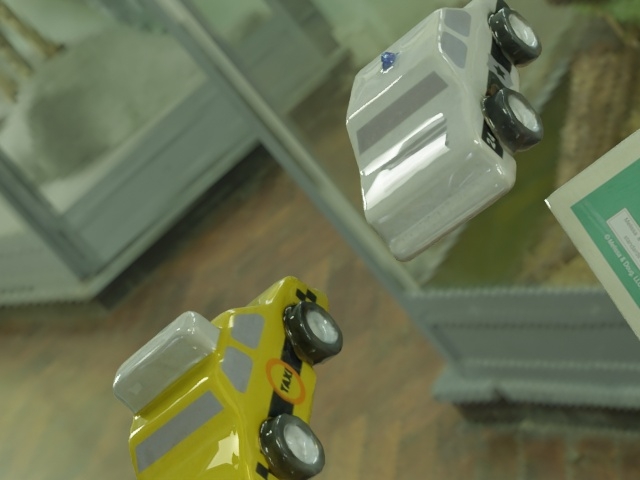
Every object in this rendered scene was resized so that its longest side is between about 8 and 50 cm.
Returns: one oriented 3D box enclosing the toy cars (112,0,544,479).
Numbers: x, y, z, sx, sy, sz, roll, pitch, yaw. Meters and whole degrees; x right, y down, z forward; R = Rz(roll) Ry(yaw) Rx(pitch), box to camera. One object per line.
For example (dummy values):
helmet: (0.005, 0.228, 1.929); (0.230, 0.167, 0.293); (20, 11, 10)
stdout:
toy cars: (0.000, 0.000, 0.939); (0.394, 0.087, 0.176); (-55, 21, -18)

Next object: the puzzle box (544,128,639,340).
puzzle box: (0.290, 0.057, 0.601); (0.272, 0.052, 0.409); (-36, 56, 10)
